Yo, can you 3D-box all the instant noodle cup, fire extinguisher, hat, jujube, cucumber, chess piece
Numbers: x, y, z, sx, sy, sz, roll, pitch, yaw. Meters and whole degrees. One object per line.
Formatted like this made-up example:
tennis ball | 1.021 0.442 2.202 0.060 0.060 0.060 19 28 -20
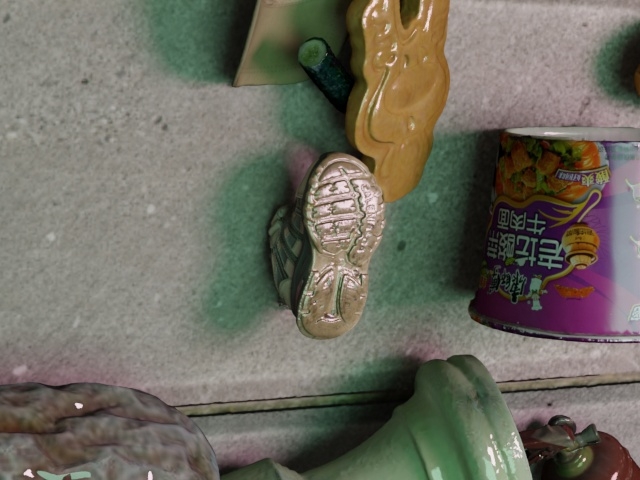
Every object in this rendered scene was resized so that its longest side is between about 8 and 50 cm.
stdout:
instant noodle cup | 0.272 -0.015 1.470 0.251 0.251 0.190 -4 99 -24
fire extinguisher | 0.310 0.308 1.669 0.147 0.106 0.337 -32 119 15
hat | -0.044 -0.236 1.342 0.166 0.144 0.173 -11 156 -50
jujube | -0.243 0.239 1.319 0.317 0.226 0.226 3 105 -32
cucumber | 0.015 -0.146 1.385 0.032 0.032 0.133 -50 151 -3
chess piece | 0.045 0.246 1.480 0.299 0.194 0.195 -18 114 -9

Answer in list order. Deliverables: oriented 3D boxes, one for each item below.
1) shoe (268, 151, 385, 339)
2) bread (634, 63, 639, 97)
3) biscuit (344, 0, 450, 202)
shoe | 0.000 0.000 1.422 0.089 0.092 0.180 0 103 -30
bread | 0.402 -0.187 1.558 0.189 0.077 0.114 -5 129 -25
biscuit | 0.075 -0.148 1.408 0.144 0.040 0.236 -25 124 -37
